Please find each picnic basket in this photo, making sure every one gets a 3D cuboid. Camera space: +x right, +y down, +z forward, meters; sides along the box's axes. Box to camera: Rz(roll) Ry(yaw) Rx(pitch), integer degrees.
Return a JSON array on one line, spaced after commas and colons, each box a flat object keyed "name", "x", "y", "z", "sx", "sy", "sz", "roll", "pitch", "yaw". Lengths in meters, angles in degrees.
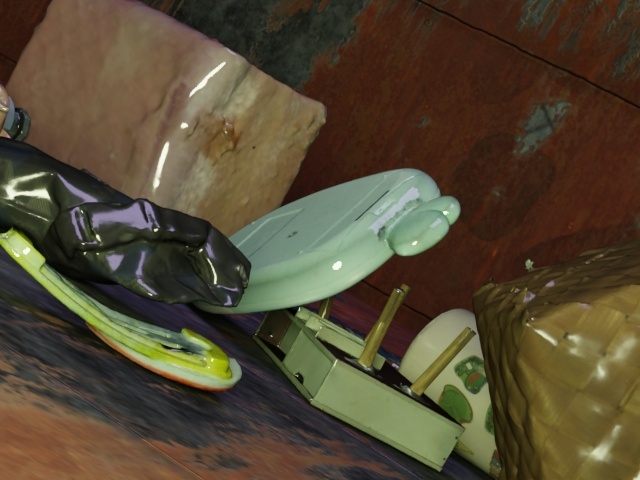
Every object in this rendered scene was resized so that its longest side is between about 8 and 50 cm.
[{"name": "picnic basket", "x": 0.283, "y": 0.153, "z": 1.414, "sx": 0.254, "sy": 0.291, "sz": 0.321, "roll": -151, "pitch": -135, "yaw": -83}]

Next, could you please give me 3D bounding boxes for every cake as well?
[{"name": "cake", "x": -0.183, "y": -0.132, "z": 2.054, "sx": 0.309, "sy": 0.230, "sz": 0.237, "roll": 31, "pitch": 0, "yaw": 37}]

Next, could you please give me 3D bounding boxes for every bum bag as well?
[{"name": "bum bag", "x": -0.194, "y": -0.025, "z": 1.318, "sx": 0.310, "sy": 0.074, "sz": 0.137, "roll": 24, "pitch": 13, "yaw": 13}]

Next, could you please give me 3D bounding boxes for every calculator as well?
[{"name": "calculator", "x": 0.000, "y": 0.000, "z": 1.569, "sx": 0.295, "sy": 0.184, "sz": 0.042, "roll": -12, "pitch": -67, "yaw": 47}]

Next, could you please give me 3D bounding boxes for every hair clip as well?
[{"name": "hair clip", "x": -0.118, "y": 0.049, "z": 1.104, "sx": 0.188, "sy": 0.033, "sz": 0.060, "roll": 33, "pitch": 2, "yaw": -29}]

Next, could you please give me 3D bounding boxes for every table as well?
[{"name": "table", "x": 0.042, "y": 0.086, "z": 1.526, "sx": 0.122, "sy": 0.111, "sz": 0.240, "roll": 29, "pitch": 2, "yaw": -16}]

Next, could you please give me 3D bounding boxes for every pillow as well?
[{"name": "pillow", "x": 0.068, "y": 0.130, "z": 2.024, "sx": 0.189, "sy": 0.034, "sz": 0.255, "roll": 31, "pitch": 2, "yaw": 23}]

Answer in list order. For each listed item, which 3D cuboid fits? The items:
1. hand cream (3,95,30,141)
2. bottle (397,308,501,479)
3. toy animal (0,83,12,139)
[{"name": "hand cream", "x": -0.412, "y": -0.159, "z": 1.903, "sx": 0.271, "sy": 0.058, "sz": 0.091, "roll": 24, "pitch": 14, "yaw": -47}, {"name": "bottle", "x": 0.191, "y": 0.168, "z": 1.641, "sx": 0.253, "sy": 0.120, "sz": 0.120, "roll": 34, "pitch": 3, "yaw": 32}, {"name": "toy animal", "x": -0.364, "y": -0.138, "z": 1.829, "sx": 0.150, "sy": 0.089, "sz": 0.083, "roll": 34, "pitch": 19, "yaw": -54}]
